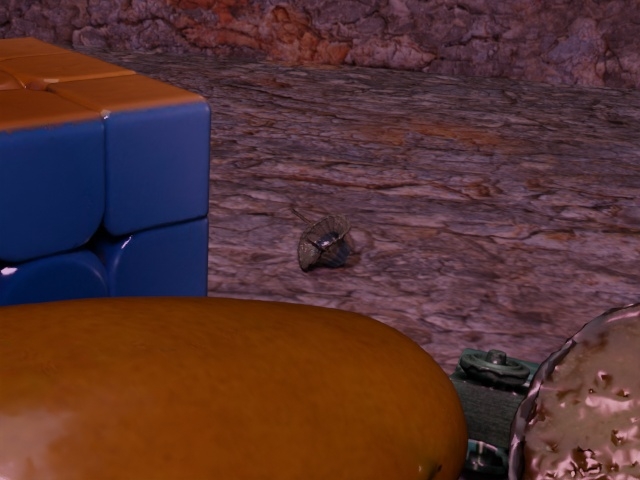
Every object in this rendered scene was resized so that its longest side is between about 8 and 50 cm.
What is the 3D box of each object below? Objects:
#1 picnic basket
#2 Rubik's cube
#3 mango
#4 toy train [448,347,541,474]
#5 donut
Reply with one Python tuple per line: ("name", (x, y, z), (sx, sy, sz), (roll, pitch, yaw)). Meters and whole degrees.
("picnic basket", (0.000, 0.000, 1.134), (0.083, 0.083, 0.065), (42, 17, -34))
("Rubik's cube", (-0.283, 0.011, 0.749), (0.291, 0.291, 0.291), (-16, 29, -40))
("mango", (-0.109, 0.138, 0.509), (0.445, 0.232, 0.300), (-12, -2, -38))
("toy train", (0.209, 0.149, 0.781), (0.248, 0.101, 0.159), (12, 7, 19))
("donut", (0.246, 0.173, 0.590), (0.271, 0.107, 0.272), (-7, 51, 9))
